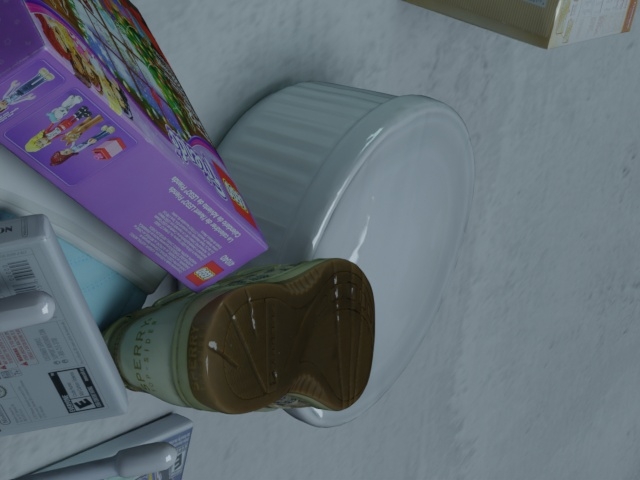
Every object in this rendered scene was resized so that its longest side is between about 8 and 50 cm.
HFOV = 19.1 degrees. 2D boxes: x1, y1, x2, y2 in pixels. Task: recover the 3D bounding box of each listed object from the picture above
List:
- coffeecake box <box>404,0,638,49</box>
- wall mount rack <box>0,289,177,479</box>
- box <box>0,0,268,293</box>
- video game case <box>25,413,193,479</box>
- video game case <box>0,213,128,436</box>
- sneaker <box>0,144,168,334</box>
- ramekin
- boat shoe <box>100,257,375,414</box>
[{"bbox_3d":[0.177,-0.222,1.628,0.185,0.142,0.068,-19,127,-58],"label":"coffeecake box"},{"bbox_3d":[-0.254,0.159,1.068,0.304,0.130,0.350,-48,150,-13],"label":"wall mount rack"},{"bbox_3d":[-0.142,-0.105,1.044,0.057,0.201,0.293,-32,154,7],"label":"box"},{"bbox_3d":[-0.176,0.239,1.444,0.201,0.023,0.183,-19,126,-58],"label":"video game case"},{"bbox_3d":[-0.212,0.059,1.061,0.190,0.173,0.022,76,4,-55],"label":"video game case"},{"bbox_3d":[-0.208,0.007,1.081,0.150,0.135,0.366,-59,148,-3],"label":"sneaker"},{"bbox_3d":[0.000,0.000,1.478,0.273,0.127,0.273,-44,146,-41],"label":"ramekin"},{"bbox_3d":[-0.042,0.061,1.248,0.285,0.089,0.104,8,83,-66],"label":"boat shoe"}]
